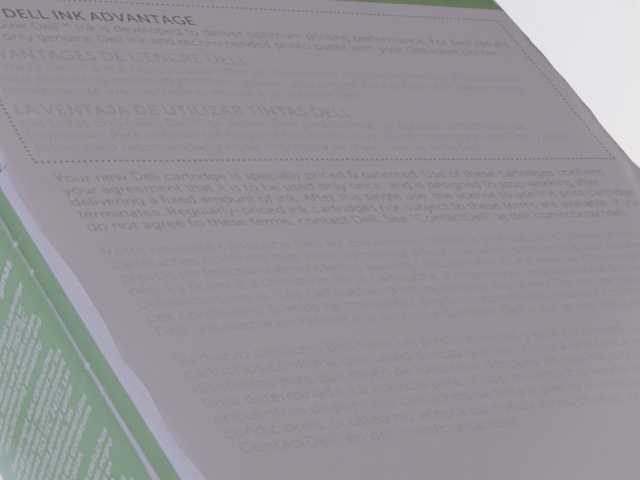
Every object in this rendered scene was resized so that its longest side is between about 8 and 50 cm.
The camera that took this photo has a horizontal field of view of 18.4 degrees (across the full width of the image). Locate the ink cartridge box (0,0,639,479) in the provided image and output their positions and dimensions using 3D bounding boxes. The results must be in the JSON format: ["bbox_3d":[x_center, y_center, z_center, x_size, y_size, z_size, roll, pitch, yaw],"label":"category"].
[{"bbox_3d":[0.000,0.000,0.428,0.171,0.235,0.056,-2,-52,-35],"label":"ink cartridge box"}]
